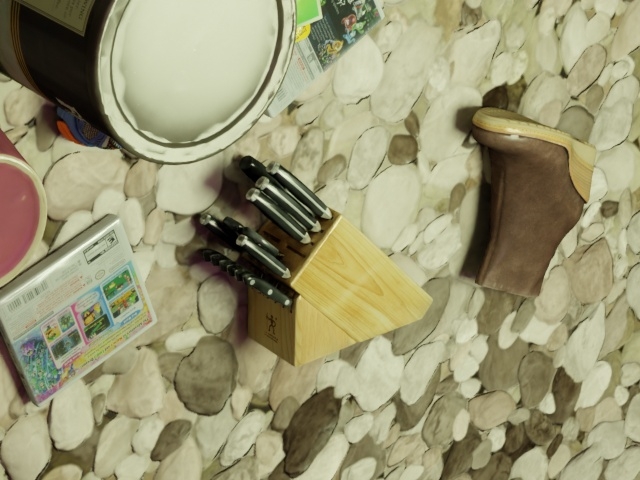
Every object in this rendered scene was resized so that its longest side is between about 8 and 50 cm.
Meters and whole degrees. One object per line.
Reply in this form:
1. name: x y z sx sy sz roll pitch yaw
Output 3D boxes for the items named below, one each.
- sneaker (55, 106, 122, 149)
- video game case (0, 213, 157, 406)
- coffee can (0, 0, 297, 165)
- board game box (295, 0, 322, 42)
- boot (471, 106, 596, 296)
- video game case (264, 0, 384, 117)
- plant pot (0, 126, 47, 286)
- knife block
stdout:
1. sneaker: -0.164 -0.180 1.703 0.083 0.087 0.221 14 101 -47
2. video game case: -0.244 0.070 1.814 0.157 0.019 0.143 -37 133 -25
3. coffee can: -0.182 -0.204 1.533 0.202 0.275 0.201 -22 125 -34
4. board game box: -0.071 -0.294 1.746 0.124 0.039 0.259 -26 123 -28
5. boot: 0.232 -0.039 2.155 0.248 0.090 0.206 16 98 -51
6. video game case: -0.027 -0.246 1.848 0.173 0.022 0.190 -43 134 -18
7. plant pot: -0.334 -0.044 1.546 0.201 0.180 0.201 -22 126 -34
8. knife block: 0.000 0.000 1.957 0.276 0.088 0.242 -18 124 -36
